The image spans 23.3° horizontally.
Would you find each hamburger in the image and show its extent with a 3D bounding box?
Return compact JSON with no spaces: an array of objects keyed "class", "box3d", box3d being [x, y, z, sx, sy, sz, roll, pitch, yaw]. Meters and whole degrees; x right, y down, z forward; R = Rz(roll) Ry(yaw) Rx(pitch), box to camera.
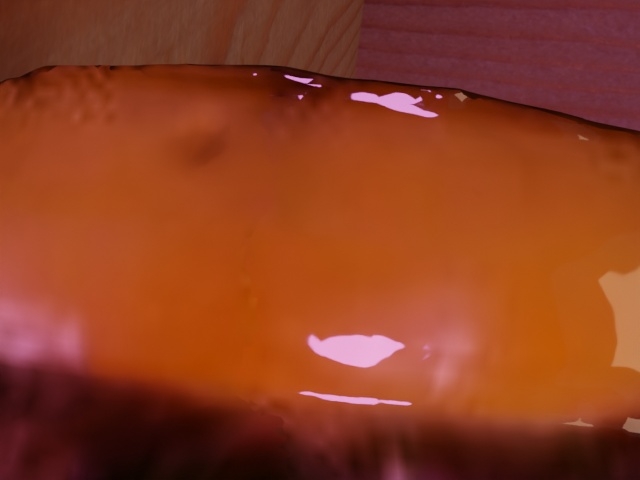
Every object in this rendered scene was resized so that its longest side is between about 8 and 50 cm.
[{"class":"hamburger","box3d":[-0.003,0.094,0.617,0.396,0.396,0.277,28,70,-84]}]
